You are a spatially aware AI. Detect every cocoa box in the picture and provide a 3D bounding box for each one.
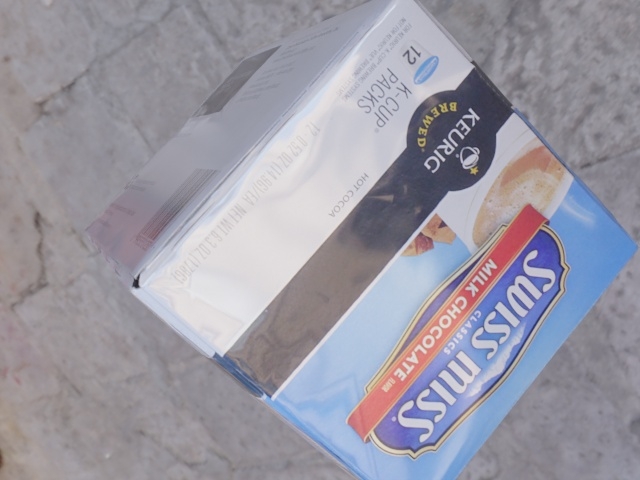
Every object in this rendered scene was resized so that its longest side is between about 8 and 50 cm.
[{"bbox_3d":[0.000,0.000,0.688,0.228,0.231,0.347,44,171,-17],"label":"cocoa box"}]
